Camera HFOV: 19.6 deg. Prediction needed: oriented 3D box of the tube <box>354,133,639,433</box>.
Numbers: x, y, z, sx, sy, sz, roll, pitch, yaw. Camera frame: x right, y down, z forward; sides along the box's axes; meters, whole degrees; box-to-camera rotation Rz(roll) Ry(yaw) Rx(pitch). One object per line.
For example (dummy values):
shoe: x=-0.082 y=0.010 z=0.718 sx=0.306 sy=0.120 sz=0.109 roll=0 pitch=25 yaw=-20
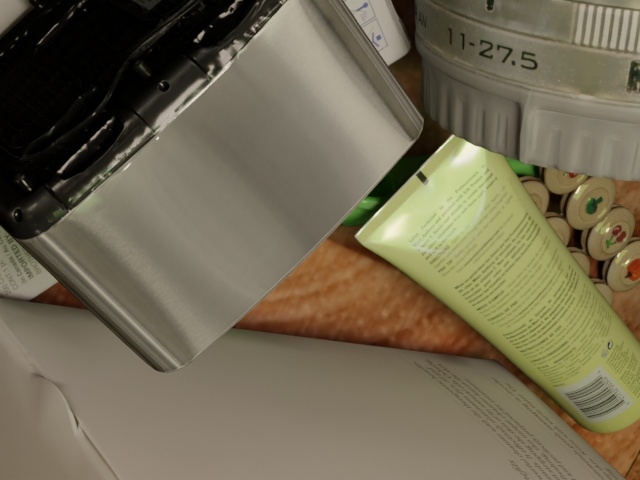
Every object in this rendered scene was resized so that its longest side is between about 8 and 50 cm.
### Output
tube: x=0.115 y=0.027 z=1.049 sx=0.240 sy=0.062 sz=0.070 roll=43 pitch=48 yaw=-41

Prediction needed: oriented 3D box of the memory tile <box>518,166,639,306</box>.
memory tile: x=0.140 y=0.012 z=1.102 sx=0.113 sy=0.012 sz=0.148 roll=-43 pitch=136 yaw=-4

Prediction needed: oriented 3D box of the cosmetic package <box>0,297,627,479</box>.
cosmetic package: x=-0.011 y=0.152 z=0.946 sx=0.365 sy=0.197 sz=0.155 roll=9 pitch=115 yaw=-39

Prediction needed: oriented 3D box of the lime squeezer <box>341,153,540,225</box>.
lime squeezer: x=0.000 y=0.000 z=1.007 sx=0.310 sy=0.059 sz=0.110 roll=-31 pitch=122 yaw=-16

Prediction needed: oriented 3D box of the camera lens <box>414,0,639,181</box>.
camera lens: x=0.162 y=-0.189 z=0.918 sx=0.219 sy=0.219 sz=0.274 roll=-7 pitch=114 yaw=-28

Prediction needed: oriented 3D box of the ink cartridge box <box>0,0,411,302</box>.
ink cartridge box: x=-0.120 y=-0.092 z=0.893 sx=0.311 sy=0.065 sz=0.186 roll=-36 pitch=124 yaw=-15

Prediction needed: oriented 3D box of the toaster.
toaster: x=-0.064 y=-0.053 z=0.794 sx=0.168 sy=0.185 sz=0.110 roll=-46 pitch=122 yaw=-7
